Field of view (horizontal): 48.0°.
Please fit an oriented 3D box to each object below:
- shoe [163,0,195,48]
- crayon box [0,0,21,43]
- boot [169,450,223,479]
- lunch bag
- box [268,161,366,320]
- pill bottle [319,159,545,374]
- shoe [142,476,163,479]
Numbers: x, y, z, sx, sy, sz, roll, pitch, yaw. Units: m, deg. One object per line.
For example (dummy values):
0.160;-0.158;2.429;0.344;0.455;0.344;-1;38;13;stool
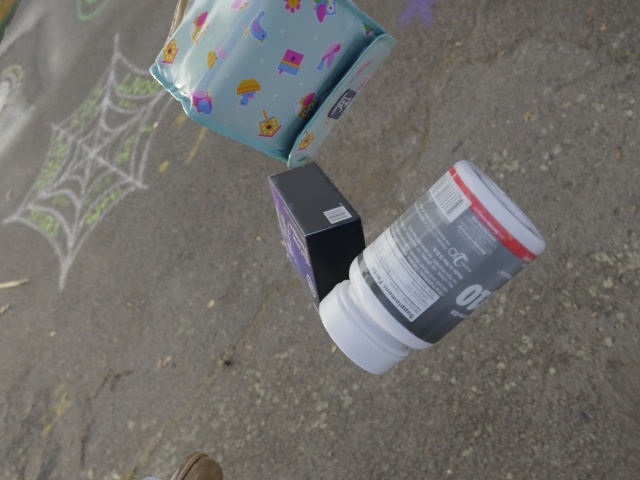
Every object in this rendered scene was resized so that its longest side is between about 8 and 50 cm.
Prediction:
-0.229;-0.387;1.267;0.077;0.058;0.219;-107;38;-59;shoe
-0.384;-0.361;0.839;0.278;0.081;0.166;-13;55;68;crayon box
-0.127;0.369;0.754;0.115;0.112;0.305;-7;46;16;boot
-0.040;-0.221;0.910;0.223;0.262;0.160;-53;47;12;lunch bag
0.000;0.000;1.255;0.103;0.184;0.261;-20;29;-8;box
0.144;0.043;0.969;0.283;0.161;0.161;-45;42;18;pill bottle
-0.231;0.469;1.239;0.177;0.081;0.064;19;55;16;shoe
